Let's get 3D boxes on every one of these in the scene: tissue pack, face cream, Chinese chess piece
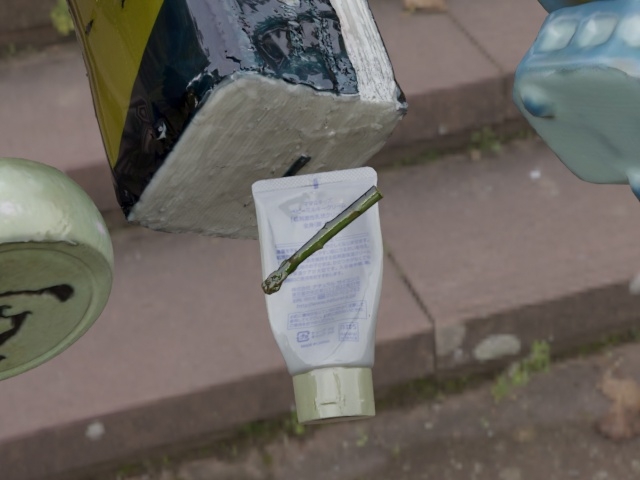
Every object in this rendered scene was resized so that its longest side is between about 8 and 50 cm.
[{"bbox_3d":[-0.109,-0.244,1.562,0.253,0.264,0.417,6,53,-35],"label":"tissue pack"},{"bbox_3d":[0.005,0.049,1.310,0.114,0.224,0.070,-7,-11,4],"label":"face cream"},{"bbox_3d":[-0.314,0.034,1.350,0.250,0.250,0.101,-17,58,-18],"label":"Chinese chess piece"}]

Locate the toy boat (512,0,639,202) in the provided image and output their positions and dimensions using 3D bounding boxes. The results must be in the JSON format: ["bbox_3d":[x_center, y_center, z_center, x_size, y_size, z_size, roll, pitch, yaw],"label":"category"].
[{"bbox_3d":[0.101,-0.132,0.560,0.145,0.332,0.133,2,52,52],"label":"toy boat"}]

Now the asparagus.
[{"bbox_3d":[0.000,0.000,1.189,0.127,0.015,0.018,-41,29,9],"label":"asparagus"}]
